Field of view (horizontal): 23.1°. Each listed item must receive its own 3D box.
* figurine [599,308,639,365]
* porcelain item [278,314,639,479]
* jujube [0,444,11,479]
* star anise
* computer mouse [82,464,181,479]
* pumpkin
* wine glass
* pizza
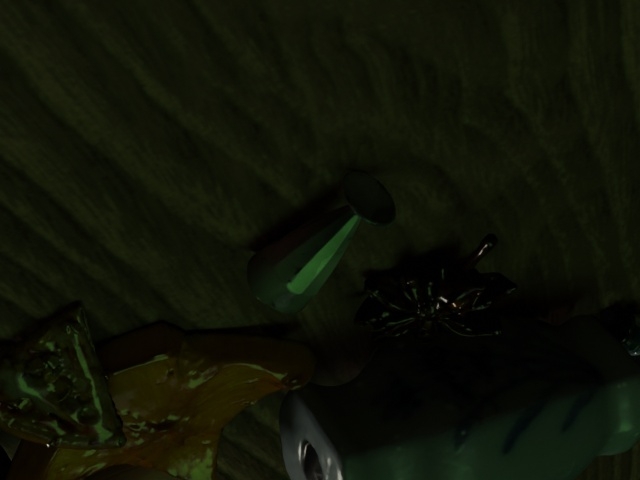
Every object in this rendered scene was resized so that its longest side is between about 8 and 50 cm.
[{"bbox_3d":[0.413,0.130,2.006,0.086,0.087,0.149,9,172,39],"label":"figurine"},{"bbox_3d":[0.171,0.209,1.821,0.405,0.242,0.178,-14,130,-21],"label":"porcelain item"},{"bbox_3d":[-0.402,0.284,1.729,0.112,0.109,0.176,-25,153,-47],"label":"jujube"},{"bbox_3d":[0.145,0.058,1.683,0.234,0.073,0.177,-19,150,39],"label":"star anise"},{"bbox_3d":[-0.260,0.328,1.928,0.236,0.082,0.145,-24,153,7],"label":"computer mouse"},{"bbox_3d":[-0.182,0.192,1.701,0.290,0.095,0.258,3,134,-38],"label":"pumpkin"},{"bbox_3d":[0.000,0.000,1.504,0.073,0.073,0.155,8,139,-42],"label":"wine glass"},{"bbox_3d":[-0.259,0.142,1.565,0.185,0.036,0.176,29,120,-16],"label":"pizza"}]
